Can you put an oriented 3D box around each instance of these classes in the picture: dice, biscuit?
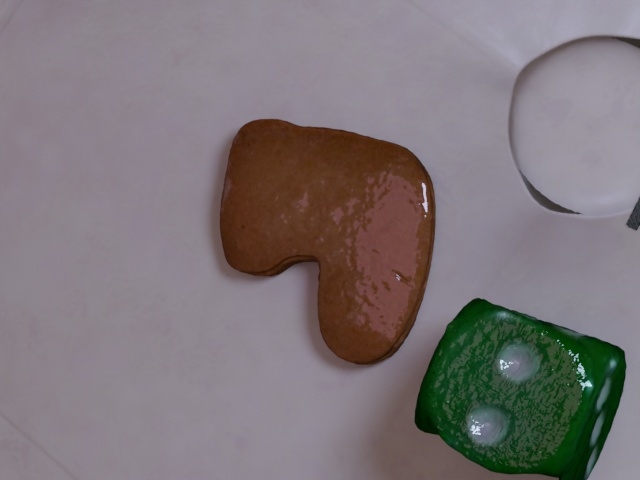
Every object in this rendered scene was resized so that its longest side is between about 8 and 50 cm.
[{"bbox_3d":[0.155,0.117,1.510,0.131,0.128,0.120,22,92,22],"label":"dice"},{"bbox_3d":[0.000,0.000,1.625,0.192,0.036,0.186,12,92,22],"label":"biscuit"}]

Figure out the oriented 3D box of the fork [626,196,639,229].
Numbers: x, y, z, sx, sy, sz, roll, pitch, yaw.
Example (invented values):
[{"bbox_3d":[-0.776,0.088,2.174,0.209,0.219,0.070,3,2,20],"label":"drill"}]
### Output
[{"bbox_3d":[0.297,-0.113,1.532,0.039,0.021,0.235,29,96,23],"label":"fork"}]
